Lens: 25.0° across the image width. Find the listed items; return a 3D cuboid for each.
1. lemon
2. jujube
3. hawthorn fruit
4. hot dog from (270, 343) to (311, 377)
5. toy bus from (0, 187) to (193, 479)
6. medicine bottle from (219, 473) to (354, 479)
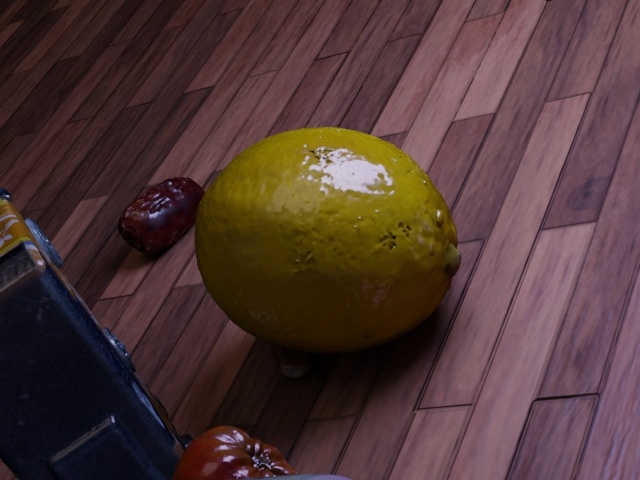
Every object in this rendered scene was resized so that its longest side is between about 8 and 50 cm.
[{"bbox_3d":[0.004,0.000,1.452,0.263,0.236,0.236,2,32,-2],"label":"lemon"},{"bbox_3d":[-0.201,-0.034,1.865,0.077,0.077,0.129,2,32,45],"label":"jujube"},{"bbox_3d":[-0.084,0.232,1.287,0.140,0.125,0.125,-23,30,10],"label":"hawthorn fruit"},{"bbox_3d":[-0.032,0.102,1.533,0.044,0.028,0.137,-3,33,-3],"label":"hot dog"},{"bbox_3d":[-0.266,0.134,1.400,0.162,0.323,0.194,-35,31,-7],"label":"toy bus"},{"bbox_3d":[-0.134,0.300,1.126,0.388,0.219,0.219,-10,35,34],"label":"medicine bottle"}]
